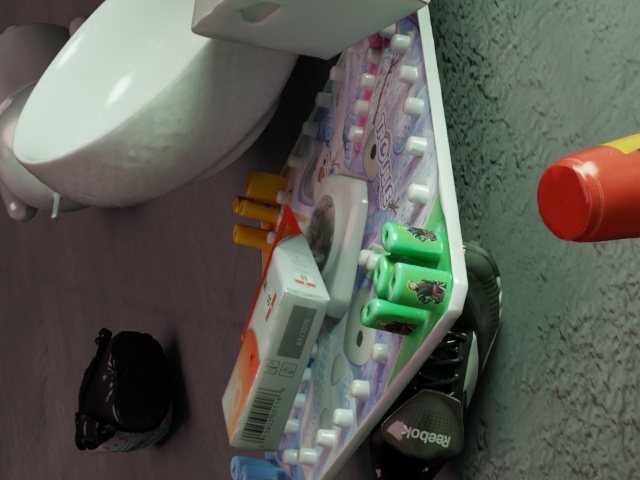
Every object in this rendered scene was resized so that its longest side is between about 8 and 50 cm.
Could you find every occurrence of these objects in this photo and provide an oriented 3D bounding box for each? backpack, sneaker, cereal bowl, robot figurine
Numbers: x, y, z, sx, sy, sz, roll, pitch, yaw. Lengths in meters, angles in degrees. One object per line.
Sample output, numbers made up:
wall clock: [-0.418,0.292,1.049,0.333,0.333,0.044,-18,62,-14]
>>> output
backpack: [-0.256,0.214,1.603,0.182,0.115,0.152,129,145,-53]
sneaker: [0.086,0.110,0.931,0.106,0.078,0.234,-80,4,-55]
cereal bowl: [-0.142,-0.160,1.241,0.339,0.141,0.339,-30,34,23]
robot figurine: [-0.378,-0.174,1.737,0.300,0.200,0.353,-60,37,23]

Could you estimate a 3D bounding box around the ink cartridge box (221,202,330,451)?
ink cartridge box: [-0.048,0.062,1.006,0.179,0.045,0.145,-118,43,-60]

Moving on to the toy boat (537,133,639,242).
toy boat: [0.253,0.027,0.585,0.318,0.148,0.267,44,134,45]

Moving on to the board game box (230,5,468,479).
board game box: [0.000,0.000,1.052,0.390,0.050,0.390,120,155,-46]

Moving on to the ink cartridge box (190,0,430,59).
ink cartridge box: [0.004,-0.312,0.931,0.223,0.129,0.307,172,106,-71]
